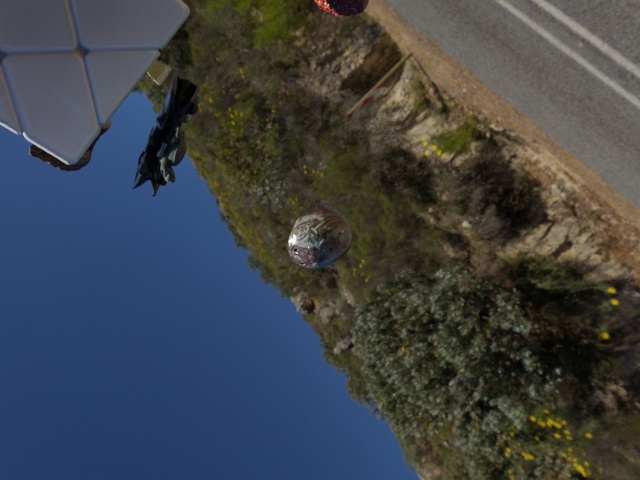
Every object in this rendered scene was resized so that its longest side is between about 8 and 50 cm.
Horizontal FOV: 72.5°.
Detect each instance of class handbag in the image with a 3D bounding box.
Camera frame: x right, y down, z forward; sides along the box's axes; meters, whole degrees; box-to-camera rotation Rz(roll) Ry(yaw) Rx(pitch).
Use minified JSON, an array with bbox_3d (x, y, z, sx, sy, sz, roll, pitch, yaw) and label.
[{"bbox_3d":[-0.450,-0.304,1.291,0.118,0.325,0.269,20,-151,-23],"label":"handbag"}]

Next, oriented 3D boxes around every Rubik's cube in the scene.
[{"bbox_3d":[-0.451,-0.366,0.711,0.319,0.322,0.316,37,-174,-34],"label":"Rubik's cube"}]

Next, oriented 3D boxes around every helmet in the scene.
[{"bbox_3d":[0.014,0.000,1.125,0.107,0.177,0.153,21,146,46],"label":"helmet"}]

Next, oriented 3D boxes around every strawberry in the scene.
[{"bbox_3d":[0.052,-0.547,0.926,0.148,0.131,0.131,31,-171,17],"label":"strawberry"}]

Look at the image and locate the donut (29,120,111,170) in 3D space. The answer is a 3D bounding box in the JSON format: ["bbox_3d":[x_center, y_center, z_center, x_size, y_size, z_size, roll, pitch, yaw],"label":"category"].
[{"bbox_3d":[-0.600,-0.273,1.059,0.126,0.144,0.186,44,-158,-43],"label":"donut"}]

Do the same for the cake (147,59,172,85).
[{"bbox_3d":[-0.470,-0.475,1.173,0.121,0.065,0.052,24,-167,-36],"label":"cake"}]
